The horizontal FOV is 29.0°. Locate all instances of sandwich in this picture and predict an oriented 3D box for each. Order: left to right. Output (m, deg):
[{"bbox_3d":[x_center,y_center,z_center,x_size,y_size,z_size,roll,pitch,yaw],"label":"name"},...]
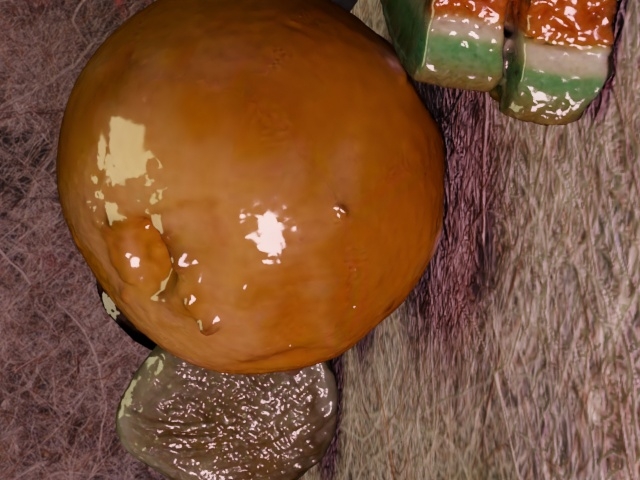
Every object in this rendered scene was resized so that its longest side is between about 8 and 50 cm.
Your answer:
[{"bbox_3d":[0.103,-0.205,0.759,0.212,0.109,0.292,116,153,-65],"label":"sandwich"}]

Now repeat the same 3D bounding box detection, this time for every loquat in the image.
[{"bbox_3d":[-0.052,-0.054,0.997,0.328,0.328,0.329,-179,90,-78],"label":"loquat"}]

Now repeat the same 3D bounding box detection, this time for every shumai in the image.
[{"bbox_3d":[-0.104,0.180,1.459,0.225,0.260,0.222,60,178,-9],"label":"shumai"}]

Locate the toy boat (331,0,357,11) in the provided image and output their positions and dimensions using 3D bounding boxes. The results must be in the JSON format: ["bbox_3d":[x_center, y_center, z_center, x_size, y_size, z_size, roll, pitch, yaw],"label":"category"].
[{"bbox_3d":[-0.028,-0.245,1.145,0.283,0.127,0.078,-54,31,9],"label":"toy boat"}]

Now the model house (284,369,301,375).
[{"bbox_3d":[0.000,0.000,1.232,0.176,0.181,0.248,49,124,10],"label":"model house"}]

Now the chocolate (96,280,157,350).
[{"bbox_3d":[-0.165,0.016,1.748,0.186,0.283,0.284,-50,36,42],"label":"chocolate"}]
